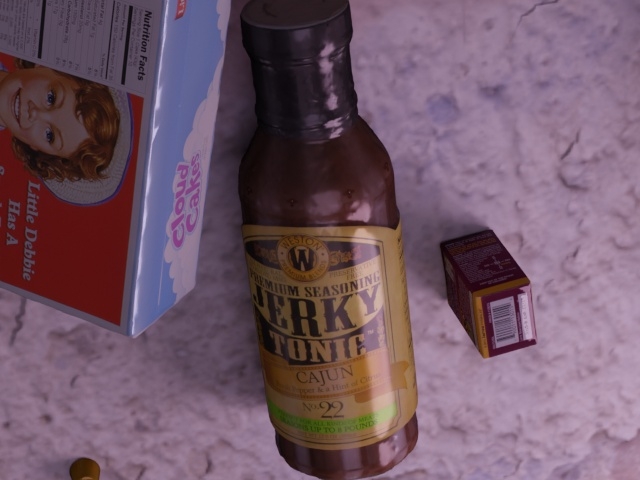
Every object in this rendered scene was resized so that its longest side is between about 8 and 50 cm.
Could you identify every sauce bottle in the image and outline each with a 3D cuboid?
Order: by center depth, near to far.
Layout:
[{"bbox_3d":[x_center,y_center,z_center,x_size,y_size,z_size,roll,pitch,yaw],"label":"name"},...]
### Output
[{"bbox_3d":[0.000,0.000,1.168,0.111,0.111,0.344,-14,120,-8],"label":"sauce bottle"}]

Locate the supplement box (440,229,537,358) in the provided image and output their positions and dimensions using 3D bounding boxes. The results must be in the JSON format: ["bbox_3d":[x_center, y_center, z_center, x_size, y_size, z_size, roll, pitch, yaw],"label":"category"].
[{"bbox_3d":[0.119,0.038,1.236,0.043,0.083,0.055,-16,121,-8],"label":"supplement box"}]

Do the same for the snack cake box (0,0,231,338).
[{"bbox_3d":[-0.144,-0.093,1.044,0.152,0.089,0.264,19,118,18],"label":"snack cake box"}]

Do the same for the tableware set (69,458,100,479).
[{"bbox_3d":[-0.191,0.230,1.292,0.104,0.024,0.154,18,113,-20],"label":"tableware set"}]
